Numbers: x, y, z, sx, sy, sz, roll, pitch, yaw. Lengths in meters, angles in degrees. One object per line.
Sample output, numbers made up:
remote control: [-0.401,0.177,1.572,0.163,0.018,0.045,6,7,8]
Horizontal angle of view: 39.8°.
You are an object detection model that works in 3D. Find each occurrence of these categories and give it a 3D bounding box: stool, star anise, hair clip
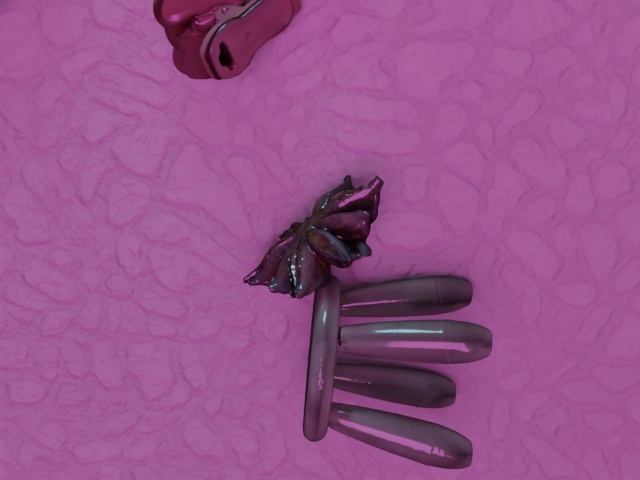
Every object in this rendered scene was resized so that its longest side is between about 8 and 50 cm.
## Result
stool: [0.083,0.142,1.037,0.198,0.195,0.195,4,109,0]
star anise: [0.000,0.000,1.015,0.065,0.195,0.182,43,146,-24]
hair clip: [-0.103,-0.246,0.979,0.138,0.102,0.123,-49,145,-15]
